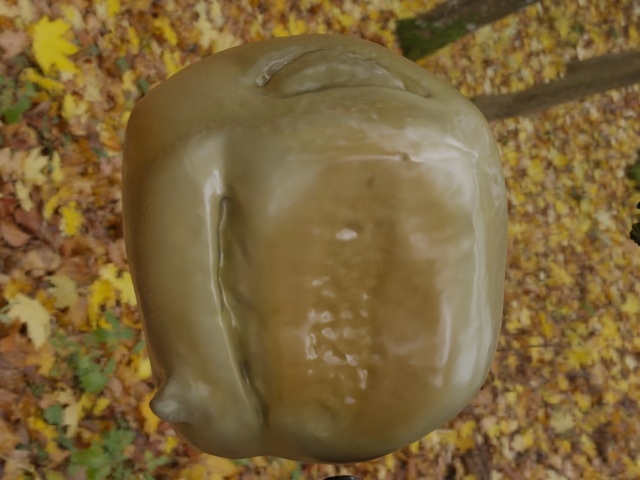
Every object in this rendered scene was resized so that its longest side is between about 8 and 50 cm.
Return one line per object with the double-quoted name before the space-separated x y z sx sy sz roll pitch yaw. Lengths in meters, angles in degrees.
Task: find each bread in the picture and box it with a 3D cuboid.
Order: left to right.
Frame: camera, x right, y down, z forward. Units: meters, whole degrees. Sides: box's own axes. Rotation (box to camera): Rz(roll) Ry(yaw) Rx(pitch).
"bread" 0.000 0.000 0.884 0.253 0.348 0.376 -98 -179 -59

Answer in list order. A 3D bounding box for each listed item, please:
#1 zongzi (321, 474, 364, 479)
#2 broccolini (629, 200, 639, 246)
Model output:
"zongzi" 0.051 0.446 0.851 0.403 0.208 0.432 -62 151 -9
"broccolini" 0.233 -0.072 0.422 0.051 0.239 0.054 33 25 -8
